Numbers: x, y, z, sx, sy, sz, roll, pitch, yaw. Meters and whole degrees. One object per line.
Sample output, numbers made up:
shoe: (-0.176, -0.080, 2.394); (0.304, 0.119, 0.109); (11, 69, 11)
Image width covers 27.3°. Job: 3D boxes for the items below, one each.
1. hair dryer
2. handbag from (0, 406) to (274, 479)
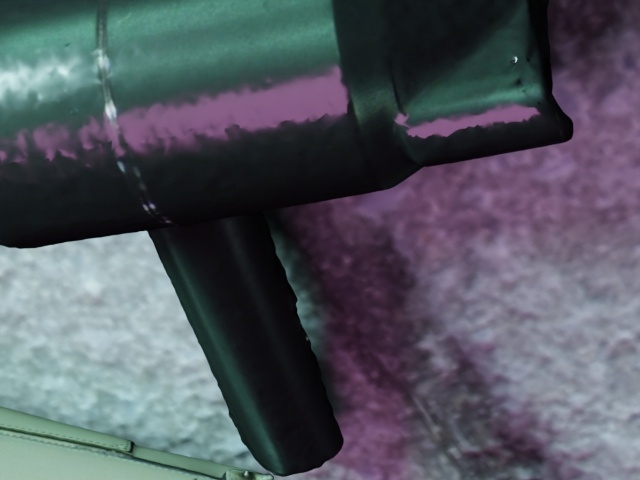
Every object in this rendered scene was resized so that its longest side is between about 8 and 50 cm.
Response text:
hair dryer: (0.000, 0.000, 0.603); (0.244, 0.116, 0.302); (-6, 133, 14)
handbag: (-0.131, 0.195, 0.735); (0.315, 0.109, 0.241); (17, 130, -4)
